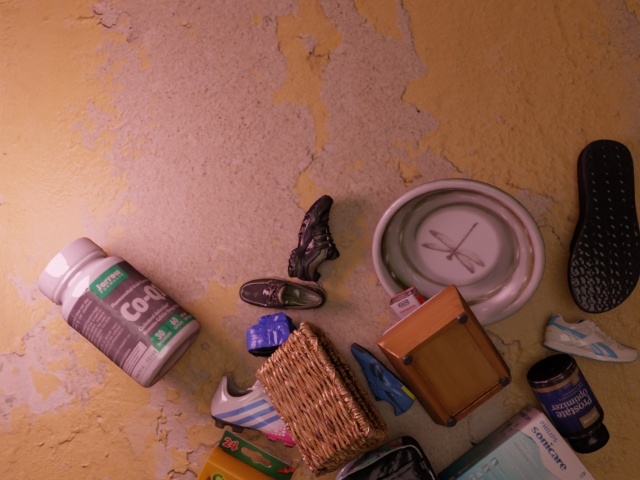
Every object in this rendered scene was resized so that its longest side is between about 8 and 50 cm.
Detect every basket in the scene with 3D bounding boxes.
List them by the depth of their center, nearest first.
[{"bbox_3d":[0.039,0.343,1.577,0.223,0.213,0.299,-49,64,33],"label":"basket"}]

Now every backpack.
[{"bbox_3d":[0.154,0.600,1.609,0.253,0.191,0.225,-28,85,-2],"label":"backpack"},{"bbox_3d":[-0.122,0.236,1.699,0.120,0.098,0.101,-15,64,9],"label":"backpack"}]

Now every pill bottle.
[{"bbox_3d":[0.594,0.390,1.635,0.123,0.123,0.219,-32,98,-1],"label":"pill bottle"},{"bbox_3d":[-0.487,0.169,1.661,0.361,0.204,0.204,38,88,4],"label":"pill bottle"}]

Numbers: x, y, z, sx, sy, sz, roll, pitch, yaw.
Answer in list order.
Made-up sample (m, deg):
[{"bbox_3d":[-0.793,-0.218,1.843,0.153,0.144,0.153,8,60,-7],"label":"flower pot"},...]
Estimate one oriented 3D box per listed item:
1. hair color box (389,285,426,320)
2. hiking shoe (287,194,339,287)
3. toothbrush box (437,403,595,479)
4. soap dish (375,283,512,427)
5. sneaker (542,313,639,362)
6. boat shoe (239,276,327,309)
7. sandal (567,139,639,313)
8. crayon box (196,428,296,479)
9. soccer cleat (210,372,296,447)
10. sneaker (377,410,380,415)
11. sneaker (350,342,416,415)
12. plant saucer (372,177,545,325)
[{"bbox_3d":[0.238,0.187,1.679,0.072,0.043,0.141,-30,108,25],"label":"hair color box"},{"bbox_3d":[0.000,0.000,1.728,0.114,0.086,0.227,21,92,-10],"label":"hiking shoe"},{"bbox_3d":[0.464,0.570,1.632,0.295,0.126,0.216,-38,86,0],"label":"toothbrush box"},{"bbox_3d":[0.300,0.282,1.616,0.229,0.118,0.291,-36,112,0],"label":"soap dish"},{"bbox_3d":[0.663,0.243,1.672,0.228,0.087,0.092,13,84,1],"label":"sneaker"},{"bbox_3d":[-0.096,0.133,1.714,0.223,0.073,0.080,6,86,2],"label":"boat shoe"},{"bbox_3d":[0.697,-0.028,1.695,0.167,0.107,0.446,11,73,4],"label":"sandal"},{"bbox_3d":[-0.217,0.637,1.637,0.202,0.081,0.318,27,101,4],"label":"crayon box"},{"bbox_3d":[-0.104,0.411,1.669,0.331,0.116,0.143,12,91,4],"label":"soccer cleat"},{"bbox_3d":[0.108,0.468,1.698,0.098,0.038,0.069,-16,84,1],"label":"sneaker"},{"bbox_3d":[0.140,0.344,1.692,0.209,0.069,0.082,44,92,5],"label":"sneaker"},{"bbox_3d":[0.328,0.021,1.644,0.400,0.100,0.400,7,121,12],"label":"plant saucer"}]
